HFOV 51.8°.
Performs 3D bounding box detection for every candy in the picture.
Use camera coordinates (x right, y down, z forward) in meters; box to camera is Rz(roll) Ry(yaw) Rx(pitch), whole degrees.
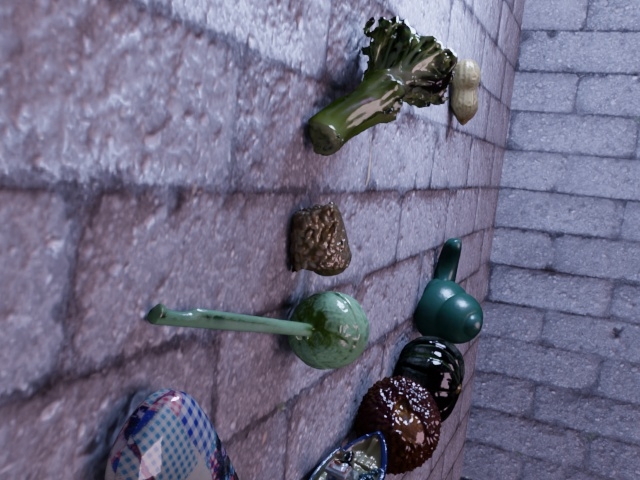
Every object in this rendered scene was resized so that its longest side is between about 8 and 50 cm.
[{"bbox_3d":[0.000,0.000,0.960,0.095,0.085,0.110,-13,99,-75],"label":"candy"},{"bbox_3d":[-0.062,0.112,0.842,0.440,0.119,0.119,16,83,-60],"label":"candy"}]

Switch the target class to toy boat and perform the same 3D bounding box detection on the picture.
[{"bbox_3d":[0.049,0.415,1.159,0.262,0.114,0.115,-21,128,-61],"label":"toy boat"}]

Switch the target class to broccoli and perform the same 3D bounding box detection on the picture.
[{"bbox_3d":[0.081,-0.223,1.014,0.304,0.165,0.145,-44,171,-37],"label":"broccoli"}]

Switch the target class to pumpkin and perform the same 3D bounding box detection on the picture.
[{"bbox_3d":[0.264,0.340,1.608,0.220,0.162,0.220,-33,128,-55],"label":"pumpkin"}]

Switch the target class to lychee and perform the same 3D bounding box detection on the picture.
[{"bbox_3d":[0.157,0.386,1.355,0.188,0.188,0.188,9,90,-68],"label":"lychee"}]

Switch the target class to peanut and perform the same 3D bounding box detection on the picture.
[{"bbox_3d":[0.378,-0.387,1.725,0.082,0.082,0.187,-55,147,-47],"label":"peanut"}]

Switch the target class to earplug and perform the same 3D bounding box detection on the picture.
[{"bbox_3d":[0.352,0.154,1.748,0.257,0.280,0.164,-39,123,-7],"label":"earplug"}]

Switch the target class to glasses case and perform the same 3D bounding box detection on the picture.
[{"bbox_3d":[-0.143,0.291,0.712,0.125,0.076,0.327,-61,150,-42],"label":"glasses case"}]
